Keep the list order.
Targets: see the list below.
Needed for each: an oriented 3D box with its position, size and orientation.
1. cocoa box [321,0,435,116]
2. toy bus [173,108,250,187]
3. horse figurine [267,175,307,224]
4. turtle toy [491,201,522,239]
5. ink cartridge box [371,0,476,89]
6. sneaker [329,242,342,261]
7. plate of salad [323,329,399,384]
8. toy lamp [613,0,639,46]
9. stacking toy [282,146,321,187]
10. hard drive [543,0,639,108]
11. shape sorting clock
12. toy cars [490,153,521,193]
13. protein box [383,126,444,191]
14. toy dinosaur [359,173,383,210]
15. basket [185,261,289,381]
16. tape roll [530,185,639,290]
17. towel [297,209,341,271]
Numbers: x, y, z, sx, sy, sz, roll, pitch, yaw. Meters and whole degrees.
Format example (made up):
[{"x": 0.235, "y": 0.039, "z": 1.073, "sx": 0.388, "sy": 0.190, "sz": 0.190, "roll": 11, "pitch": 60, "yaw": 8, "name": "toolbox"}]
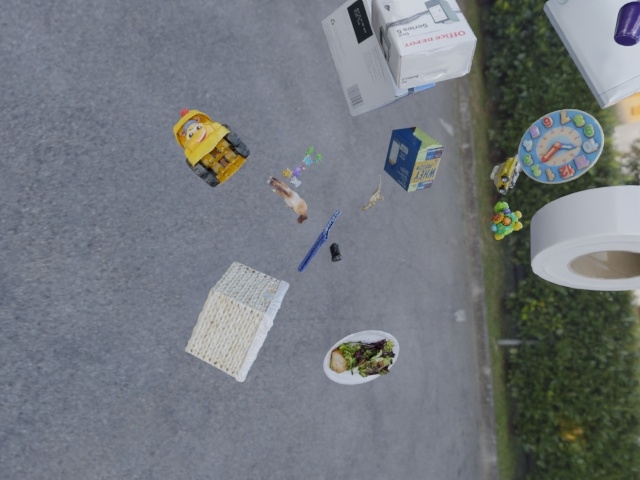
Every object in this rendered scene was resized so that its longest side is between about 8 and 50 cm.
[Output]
[{"x": 0.202, "y": -0.647, "z": 1.501, "sx": 0.228, "sy": 0.231, "sz": 0.347, "roll": -27, "pitch": 102, "yaw": -36, "name": "cocoa box"}, {"x": -0.316, "y": -0.273, "z": 1.161, "sx": 0.211, "sy": 0.149, "sz": 0.220, "roll": 48, "pitch": -2, "yaw": 6, "name": "toy bus"}, {"x": -0.122, "y": -0.163, "z": 1.706, "sx": 0.066, "sy": 0.174, "sz": 0.263, "roll": -46, "pitch": 118, "yaw": -8, "name": "horse figurine"}, {"x": 0.590, "y": -0.069, "z": 1.396, "sx": 0.066, "sy": 0.095, "sz": 0.130, "roll": 33, "pitch": 48, "yaw": -16, "name": "turtle toy"}, {"x": 0.263, "y": -0.553, "z": 1.147, "sx": 0.115, "sy": 0.198, "sz": 0.273, "roll": 77, "pitch": -1, "yaw": -62, "name": "ink cartridge box"}, {"x": 0.066, "y": 0.052, "z": 1.981, "sx": 0.170, "sy": 0.051, "sz": 0.089, "roll": 75, "pitch": 2, "yaw": -84, "name": "sneaker"}, {"x": 0.106, "y": 0.303, "z": 1.084, "sx": 0.200, "sy": 0.199, "sz": 0.048, "roll": 56, "pitch": 7, "yaw": -35, "name": "plate of salad"}, {"x": 0.701, "y": -0.546, "z": 0.904, "sx": 0.080, "sy": 0.080, "sz": 0.275, "roll": 14, "pitch": 102, "yaw": -56, "name": "toy lamp"}, {"x": -0.095, "y": -0.389, "z": 2.248, "sx": 0.052, "sy": 0.221, "sz": 0.167, "roll": 38, "pitch": 9, "yaw": -32, "name": "stacking toy"}, {"x": 0.824, "y": -0.579, "z": 1.210, "sx": 0.353, "sy": 0.233, "sz": 0.047, "roll": 68, "pitch": 17, "yaw": 11, "name": "hard drive"}, {"x": 0.634, "y": -0.251, "z": 1.156, "sx": 0.040, "sy": 0.206, "sz": 0.206, "roll": 11, "pitch": 75, "yaw": -47, "name": "shape sorting clock"}, {"x": 0.846, "y": -0.311, "z": 1.971, "sx": 0.393, "sy": 0.087, "sz": 0.177, "roll": -24, "pitch": 134, "yaw": -55, "name": "toy cars"}, {"x": 0.400, "y": -0.356, "z": 1.891, "sx": 0.136, "sy": 0.200, "sz": 0.201, "roll": -14, "pitch": 134, "yaw": -23, "name": "protein box"}, {"x": 0.243, "y": -0.196, "z": 1.898, "sx": 0.183, "sy": 0.053, "sz": 0.092, "roll": -60, "pitch": 158, "yaw": 15, "name": "toy dinosaur"}, {"x": -0.323, "y": 0.307, "z": 1.739, "sx": 0.331, "sy": 0.266, "sz": 0.328, "roll": -63, "pitch": -178, "yaw": 19, "name": "basket"}, {"x": 0.570, "y": 0.007, "z": 0.850, "sx": 0.286, "sy": 0.286, "sz": 0.100, "roll": 40, "pitch": 54, "yaw": -47, "name": "tape roll"}, {"x": 0.000, "y": 0.000, "z": 2.106, "sx": 0.040, "sy": 0.243, "sz": 0.336, "roll": 34, "pitch": 29, "yaw": -1, "name": "towel"}]
